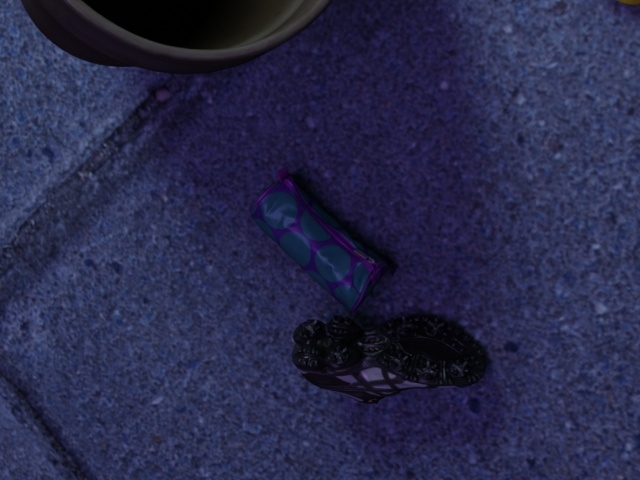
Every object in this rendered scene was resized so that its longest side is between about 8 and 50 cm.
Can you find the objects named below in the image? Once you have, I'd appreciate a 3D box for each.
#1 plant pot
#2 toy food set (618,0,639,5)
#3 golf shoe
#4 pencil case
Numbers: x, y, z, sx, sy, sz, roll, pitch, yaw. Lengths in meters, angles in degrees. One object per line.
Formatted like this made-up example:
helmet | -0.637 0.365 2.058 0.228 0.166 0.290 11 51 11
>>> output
plant pot | -0.164 -0.287 1.666 0.323 0.323 0.280 62 155 -2
toy food set | 0.305 -0.284 1.553 0.218 0.071 0.128 -12 125 34
golf shoe | 0.071 0.123 1.827 0.198 0.077 0.094 7 149 11
pencil case | 0.000 0.000 1.819 0.151 0.064 0.070 42 136 10
